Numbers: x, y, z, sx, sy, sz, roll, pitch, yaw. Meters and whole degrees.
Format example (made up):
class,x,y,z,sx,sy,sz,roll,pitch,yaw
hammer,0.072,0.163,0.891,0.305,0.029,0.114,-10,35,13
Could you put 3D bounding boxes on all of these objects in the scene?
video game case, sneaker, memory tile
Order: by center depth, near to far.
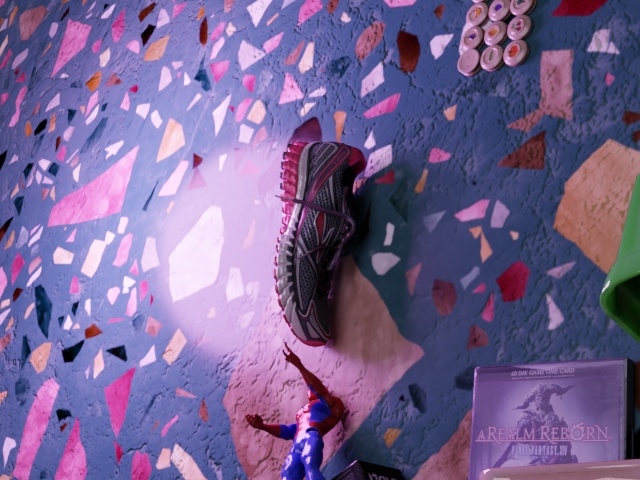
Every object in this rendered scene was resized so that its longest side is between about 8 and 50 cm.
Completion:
class,x,y,z,sx,sy,sz,roll,pitch,yaw
video game case,0.246,0.269,1.057,0.196,0.026,0.274,-11,66,43
memory tile,0.241,-0.298,1.320,0.113,0.012,0.148,-3,71,46
sneaker,0.000,0.000,1.368,0.112,0.121,0.299,0,79,14

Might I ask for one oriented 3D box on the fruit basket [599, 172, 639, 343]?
class,x,y,z,sx,sy,sz,roll,pitch,yaw
fruit basket,0.451,0.064,0.781,0.392,0.283,0.392,-35,33,27

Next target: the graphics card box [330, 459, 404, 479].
class,x,y,z,sx,sy,sz,roll,pitch,yaw
graphics card box,0.048,0.473,1.117,0.233,0.094,0.371,-44,47,24

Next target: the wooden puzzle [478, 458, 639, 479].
class,x,y,z,sx,sy,sz,roll,pitch,yaw
wooden puzzle,0.252,0.333,0.970,0.238,0.044,0.221,-17,62,41

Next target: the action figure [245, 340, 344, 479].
class,x,y,z,sx,sy,sz,roll,pitch,yaw
action figure,-0.043,0.240,1.214,0.091,0.139,0.280,-41,11,23
